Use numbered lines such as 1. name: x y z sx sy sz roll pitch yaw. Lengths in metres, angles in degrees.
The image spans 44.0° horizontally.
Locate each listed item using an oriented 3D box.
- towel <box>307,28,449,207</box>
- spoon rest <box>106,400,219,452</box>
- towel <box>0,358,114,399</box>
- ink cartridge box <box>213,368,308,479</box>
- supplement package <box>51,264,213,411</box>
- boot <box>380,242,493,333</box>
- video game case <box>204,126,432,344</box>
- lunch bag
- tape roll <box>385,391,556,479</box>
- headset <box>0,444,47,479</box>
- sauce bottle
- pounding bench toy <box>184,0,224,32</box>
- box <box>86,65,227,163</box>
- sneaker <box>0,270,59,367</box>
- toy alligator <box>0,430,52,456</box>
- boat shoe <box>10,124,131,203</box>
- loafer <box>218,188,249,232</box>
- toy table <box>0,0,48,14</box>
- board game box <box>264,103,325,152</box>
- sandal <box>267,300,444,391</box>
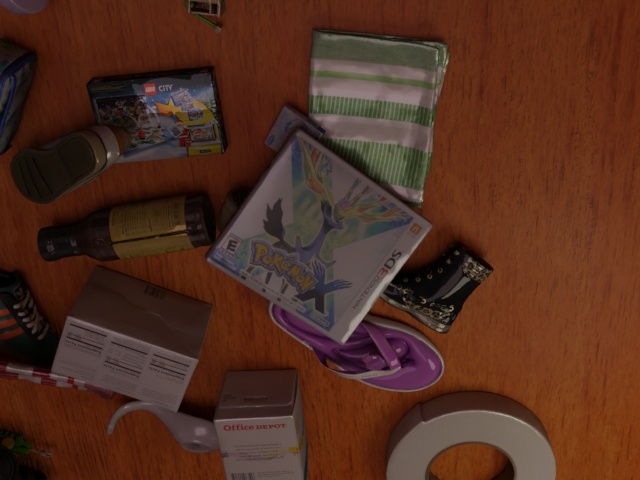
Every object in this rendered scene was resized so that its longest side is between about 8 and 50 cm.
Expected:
1. towel: 0.097 -0.219 1.478 0.248 0.038 0.324 5 118 1
2. spoon rest: -0.339 0.421 1.803 0.276 0.084 0.137 14 146 -12
3. towel: -0.593 0.285 1.665 0.329 0.237 0.037 13 74 -10
4. ink cartridge box: -0.124 0.425 1.748 0.171 0.168 0.232 -3 117 4
5. supplement package: -0.377 0.197 1.620 0.262 0.204 0.145 21 116 -8
6. boot: 0.213 0.064 1.600 0.236 0.085 0.178 33 110 -14
7. video game case: 0.000 0.000 1.498 0.329 0.036 0.300 34 98 -18
8. lunch bag: -0.593 -0.239 1.417 0.090 0.176 0.219 25 115 -10
9. tape roll: 0.343 0.520 1.835 0.392 0.072 0.392 1 118 2
10. headset: -0.731 0.587 1.815 0.394 0.185 0.243 0 144 18
11. sauce bottle: -0.383 -0.019 1.561 0.344 0.111 0.111 -7 117 6
12. pounding bench toy: -0.203 -0.407 1.382 0.065 0.052 0.083 6 118 -1
13. box: -0.302 -0.233 1.482 0.233 0.044 0.159 -4 117 5
14. sneaker: -0.647 0.146 1.659 0.121 0.108 0.302 -39 113 18
15. toy alligator: -0.725 0.477 1.869 0.190 0.051 0.056 7 145 -10
16. boat shoe: -0.464 -0.144 1.477 0.302 0.103 0.113 -9 106 41
17. loafer: -0.088 -0.002 1.567 0.268 0.102 0.092 34 123 -16
18. toy table: -0.453 -0.508 1.253 0.161 0.252 0.274 -3 130 22
19. board game box: -0.048 -0.194 1.485 0.090 0.020 0.090 36 123 4
20. sandal: 0.070 0.229 1.675 0.416 0.102 0.169 26 116 -11
